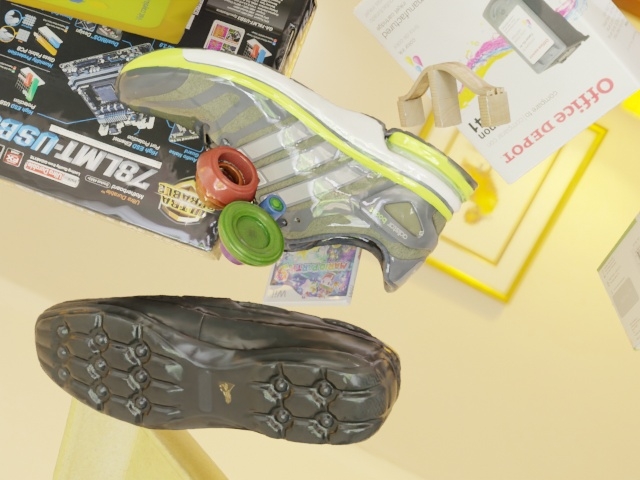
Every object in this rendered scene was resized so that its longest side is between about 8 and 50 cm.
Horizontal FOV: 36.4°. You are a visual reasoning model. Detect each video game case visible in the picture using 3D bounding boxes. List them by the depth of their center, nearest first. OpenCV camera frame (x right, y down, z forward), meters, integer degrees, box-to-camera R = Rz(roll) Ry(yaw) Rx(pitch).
[{"bbox_3d":[0.000,0.000,0.843,0.087,0.122,0.011,-3,152,34],"label":"video game case"}]

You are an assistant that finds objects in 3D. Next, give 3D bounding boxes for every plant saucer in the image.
[{"bbox_3d":[-0.149,0.327,0.946,0.081,0.333,0.333,-9,-140,-43],"label":"plant saucer"}]

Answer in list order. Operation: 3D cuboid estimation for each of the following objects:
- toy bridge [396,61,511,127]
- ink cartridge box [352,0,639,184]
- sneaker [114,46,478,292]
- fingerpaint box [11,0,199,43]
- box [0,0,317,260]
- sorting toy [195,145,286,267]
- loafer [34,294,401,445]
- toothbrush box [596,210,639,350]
[{"bbox_3d":[0.123,-0.144,0.965,0.026,0.063,0.188,-14,-168,-20],"label":"toy bridge"},{"bbox_3d":[0.228,-0.260,1.216,0.306,0.226,0.131,47,-142,-4],"label":"ink cartridge box"},{"bbox_3d":[-0.032,-0.059,0.770,0.300,0.121,0.111,24,174,5],"label":"sneaker"},{"bbox_3d":[-0.218,-0.321,0.640,0.371,0.163,0.445,11,168,-16],"label":"fingerpaint box"},{"bbox_3d":[-0.188,-0.165,0.973,0.295,0.293,0.073,19,173,4],"label":"box"},{"bbox_3d":[-0.060,-0.017,0.685,0.061,0.042,0.102,7,-126,-39],"label":"sorting toy"},{"bbox_3d":[-0.062,0.071,0.578,0.223,0.076,0.078,7,-163,15],"label":"loafer"},{"bbox_3d":[0.497,0.009,1.132,0.206,0.283,0.122,89,165,-68],"label":"toothbrush box"}]
